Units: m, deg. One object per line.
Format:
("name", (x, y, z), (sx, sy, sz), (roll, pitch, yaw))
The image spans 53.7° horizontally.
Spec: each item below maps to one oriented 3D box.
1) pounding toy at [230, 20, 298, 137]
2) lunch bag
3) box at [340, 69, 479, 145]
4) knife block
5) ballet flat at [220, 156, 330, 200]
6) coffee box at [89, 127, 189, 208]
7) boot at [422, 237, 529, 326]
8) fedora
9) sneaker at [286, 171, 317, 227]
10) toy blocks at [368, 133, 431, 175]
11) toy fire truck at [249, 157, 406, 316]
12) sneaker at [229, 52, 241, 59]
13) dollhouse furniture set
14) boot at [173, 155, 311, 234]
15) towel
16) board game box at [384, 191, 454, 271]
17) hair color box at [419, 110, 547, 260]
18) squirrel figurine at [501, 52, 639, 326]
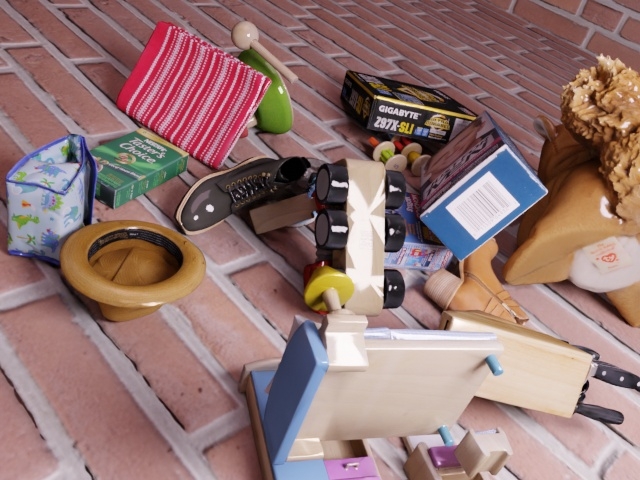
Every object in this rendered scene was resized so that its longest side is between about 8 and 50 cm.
("pounding toy", (-0.144, -0.289, 1.241), (0.110, 0.237, 0.183), (-31, 75, -18))
("lunch bag", (-0.365, -0.062, 0.879), (0.096, 0.128, 0.151), (14, 33, -9))
("box", (0.200, -0.305, 1.453), (0.257, 0.079, 0.322), (8, 23, -12))
("knife block", (0.284, 0.169, 0.810), (0.242, 0.088, 0.276), (19, 3, 27))
("ballet flat", (-0.074, -0.102, 1.126), (0.250, 0.084, 0.058), (-8, 6, -28))
("coffee box", (-0.322, -0.126, 1.061), (0.113, 0.040, 0.184), (29, 37, 15))
("boot", (0.277, 0.081, 1.031), (0.152, 0.073, 0.197), (36, 51, 25))
("fedora", (-0.246, 0.047, 0.830), (0.194, 0.079, 0.194), (14, 29, -8))
("sneaker", (-0.014, -0.082, 1.075), (0.162, 0.073, 0.063), (-30, 33, -10))
("toy blocks", (0.157, -0.201, 1.369), (0.123, 0.054, 0.148), (-3, 40, -28))
("toy fire truck", (0.000, 0.000, 0.949), (0.159, 0.217, 0.246), (2, -4, -22))
("sneaker", (-0.195, -0.401, 1.488), (0.188, 0.066, 0.071), (-5, 58, -22))
("dollhouse furniture set", (0.069, 0.131, 0.664), (0.286, 0.303, 0.198), (3, 39, -21))
("boot", (-0.121, -0.079, 0.977), (0.198, 0.077, 0.137), (-43, 25, -27))
("towel", (-0.247, -0.278, 1.187), (0.275, 0.198, 0.031), (33, 4, 20))
("board game box", (0.133, -0.017, 1.105), (0.194, 0.060, 0.194), (15, 35, -7))
("hair color box", (0.269, -0.110, 1.110), (0.105, 0.174, 0.347), (46, 20, -8))
("squirrel figurine", (0.501, -0.118, 1.118), (0.281, 0.397, 0.370), (14, 44, 1))
